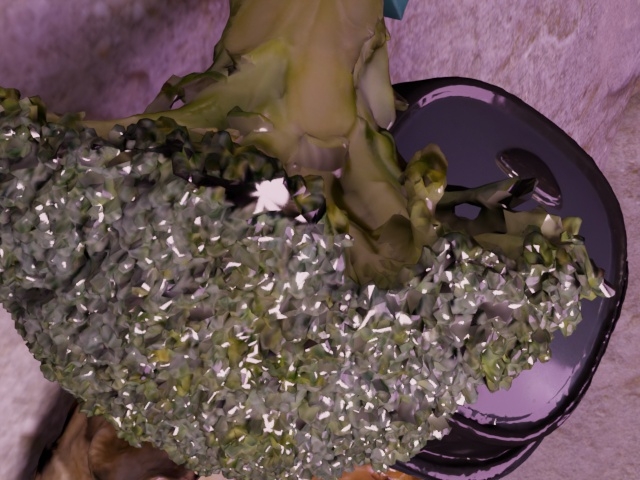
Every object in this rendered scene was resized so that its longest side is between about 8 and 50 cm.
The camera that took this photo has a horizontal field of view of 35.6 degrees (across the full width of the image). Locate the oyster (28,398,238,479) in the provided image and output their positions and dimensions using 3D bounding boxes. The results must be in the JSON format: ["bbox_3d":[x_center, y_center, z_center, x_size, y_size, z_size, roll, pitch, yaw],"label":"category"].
[{"bbox_3d":[-0.119,0.217,0.611,0.198,0.133,0.337,-35,142,-60],"label":"oyster"}]

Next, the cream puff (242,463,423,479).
[{"bbox_3d":[0.052,0.253,0.933,0.343,0.231,0.327,-62,154,-21],"label":"cream puff"}]

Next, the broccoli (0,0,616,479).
[{"bbox_3d":[-0.041,-0.063,0.490,0.221,0.252,0.361,71,0,-49],"label":"broccoli"}]

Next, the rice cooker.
[{"bbox_3d":[0.055,0.029,0.686,0.224,0.267,0.267,-16,-138,61],"label":"rice cooker"}]

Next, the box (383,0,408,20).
[{"bbox_3d":[0.071,-0.305,0.751,0.229,0.041,0.162,-68,160,-7],"label":"box"}]
